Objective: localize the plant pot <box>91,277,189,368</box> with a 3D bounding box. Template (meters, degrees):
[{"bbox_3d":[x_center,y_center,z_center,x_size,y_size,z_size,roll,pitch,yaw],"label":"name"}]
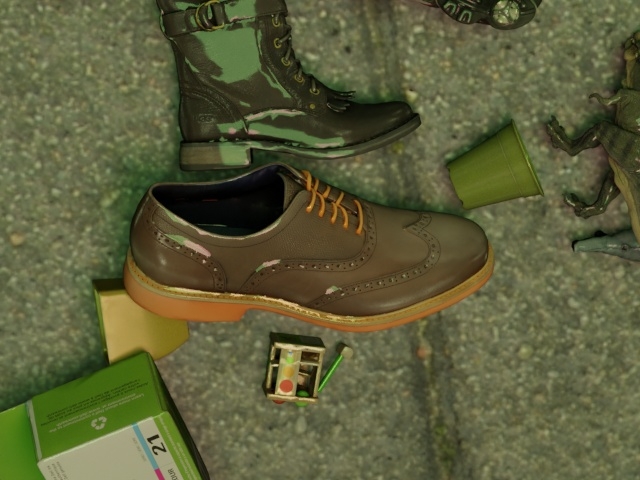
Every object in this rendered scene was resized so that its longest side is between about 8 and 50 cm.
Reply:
[{"bbox_3d":[-0.173,0.077,1.718,0.083,0.081,0.081,-9,99,-11],"label":"plant pot"}]

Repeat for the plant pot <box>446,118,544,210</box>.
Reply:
[{"bbox_3d":[0.170,-0.068,1.744,0.079,0.083,0.083,-22,101,10],"label":"plant pot"}]

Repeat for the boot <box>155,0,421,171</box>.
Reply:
[{"bbox_3d":[-0.039,-0.189,1.690,0.263,0.091,0.229,-7,95,-9],"label":"boot"}]

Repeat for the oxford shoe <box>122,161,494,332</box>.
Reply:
[{"bbox_3d":[0.000,0.000,1.670,0.364,0.130,0.132,-3,134,-16],"label":"oxford shoe"}]

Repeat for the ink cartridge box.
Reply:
[{"bbox_3d":[-0.243,0.244,1.688,0.255,0.097,0.188,-23,129,-2],"label":"ink cartridge box"}]

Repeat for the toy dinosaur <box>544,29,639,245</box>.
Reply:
[{"bbox_3d":[0.291,-0.078,1.737,0.118,0.064,0.268,-10,78,30],"label":"toy dinosaur"}]

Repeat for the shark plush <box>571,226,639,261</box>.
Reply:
[{"bbox_3d":[0.336,-0.002,1.773,0.161,0.067,0.073,13,97,-9],"label":"shark plush"}]

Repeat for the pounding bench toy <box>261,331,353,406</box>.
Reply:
[{"bbox_3d":[-0.012,0.132,1.758,0.083,0.052,0.065,7,98,-8],"label":"pounding bench toy"}]

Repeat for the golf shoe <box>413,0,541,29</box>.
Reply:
[{"bbox_3d":[0.081,-0.271,1.684,0.273,0.120,0.105,23,100,0],"label":"golf shoe"}]
